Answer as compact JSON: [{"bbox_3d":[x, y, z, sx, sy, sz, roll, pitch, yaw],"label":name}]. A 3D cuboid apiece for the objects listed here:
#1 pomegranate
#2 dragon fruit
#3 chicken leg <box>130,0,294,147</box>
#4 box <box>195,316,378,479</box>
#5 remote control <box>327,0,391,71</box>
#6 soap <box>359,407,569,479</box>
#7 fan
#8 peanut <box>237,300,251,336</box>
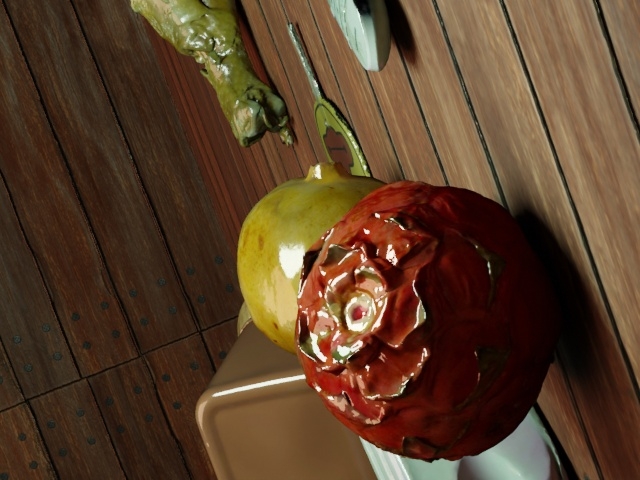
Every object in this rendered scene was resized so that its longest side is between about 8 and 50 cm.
[{"bbox_3d":[0.017,0.032,1.549,0.233,0.233,0.233,158,90,-81],"label":"pomegranate"},{"bbox_3d":[0.087,0.070,1.183,0.252,0.241,0.241,56,180,-35],"label":"dragon fruit"},{"bbox_3d":[-0.174,-0.317,2.143,0.429,0.152,0.201,59,162,9],"label":"chicken leg"},{"bbox_3d":[0.010,0.275,1.836,0.229,0.239,0.339,-53,-54,-64],"label":"box"},{"bbox_3d":[0.021,-0.263,1.378,0.097,0.045,0.256,82,167,-53],"label":"remote control"},{"bbox_3d":[0.179,0.317,1.427,0.261,0.156,0.446,118,130,-78],"label":"soap"},{"bbox_3d":[0.023,-0.123,1.809,0.229,0.011,0.335,-163,51,-79],"label":"fan"},{"bbox_3d":[-0.058,0.217,2.612,0.192,0.169,0.387,48,158,51],"label":"peanut"}]
